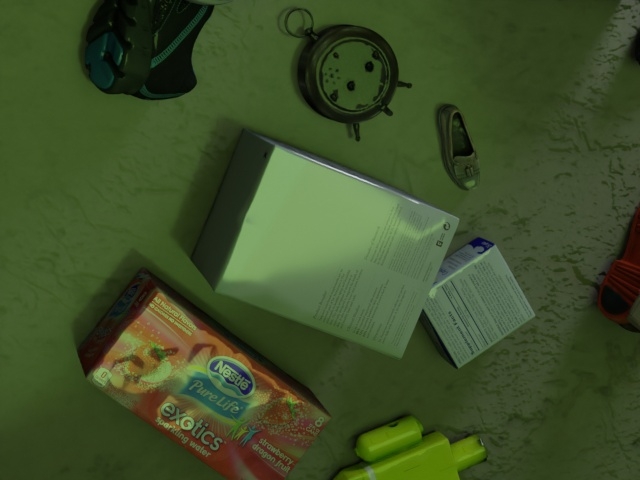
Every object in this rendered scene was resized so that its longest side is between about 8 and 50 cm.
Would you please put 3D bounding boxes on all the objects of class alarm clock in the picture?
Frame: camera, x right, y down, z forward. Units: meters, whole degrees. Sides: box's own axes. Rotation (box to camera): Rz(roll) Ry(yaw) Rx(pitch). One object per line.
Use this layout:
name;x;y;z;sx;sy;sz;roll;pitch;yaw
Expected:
alarm clock;0.025;-0.234;1.825;0.192;0.064;0.129;44;88;-14

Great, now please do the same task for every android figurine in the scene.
android figurine;0.119;0.380;1.963;0.272;0.056;0.248;-22;105;-10

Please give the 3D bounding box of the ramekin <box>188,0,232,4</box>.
ramekin;-0.096;-0.421;1.650;0.273;0.127;0.273;-12;104;-54

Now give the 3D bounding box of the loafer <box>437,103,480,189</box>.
loafer;0.193;-0.125;1.897;0.045;0.039;0.125;-21;104;-11

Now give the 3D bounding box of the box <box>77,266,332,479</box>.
box;-0.153;0.189;1.813;0.300;0.142;0.154;39;88;-18

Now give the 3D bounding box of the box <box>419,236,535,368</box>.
box;0.206;0.086;1.922;0.137;0.072;0.126;-33;107;-7

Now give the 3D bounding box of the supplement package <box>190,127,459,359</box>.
supplement package;0.000;0.000;1.788;0.262;0.198;0.199;21;95;-17

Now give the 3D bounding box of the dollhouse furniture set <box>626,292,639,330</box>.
dollhouse furniture set;0.665;0.103;1.880;0.394;0.362;0.257;26;99;-17

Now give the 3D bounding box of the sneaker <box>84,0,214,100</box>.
sneaker;-0.201;-0.345;1.734;0.139;0.125;0.341;8;96;-44

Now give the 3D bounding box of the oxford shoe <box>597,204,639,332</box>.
oxford shoe;0.502;0.009;1.988;0.098;0.097;0.271;32;92;-41

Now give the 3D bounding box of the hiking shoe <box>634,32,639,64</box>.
hiking shoe;0.542;-0.309;1.928;0.227;0.086;0.114;-46;104;-4
